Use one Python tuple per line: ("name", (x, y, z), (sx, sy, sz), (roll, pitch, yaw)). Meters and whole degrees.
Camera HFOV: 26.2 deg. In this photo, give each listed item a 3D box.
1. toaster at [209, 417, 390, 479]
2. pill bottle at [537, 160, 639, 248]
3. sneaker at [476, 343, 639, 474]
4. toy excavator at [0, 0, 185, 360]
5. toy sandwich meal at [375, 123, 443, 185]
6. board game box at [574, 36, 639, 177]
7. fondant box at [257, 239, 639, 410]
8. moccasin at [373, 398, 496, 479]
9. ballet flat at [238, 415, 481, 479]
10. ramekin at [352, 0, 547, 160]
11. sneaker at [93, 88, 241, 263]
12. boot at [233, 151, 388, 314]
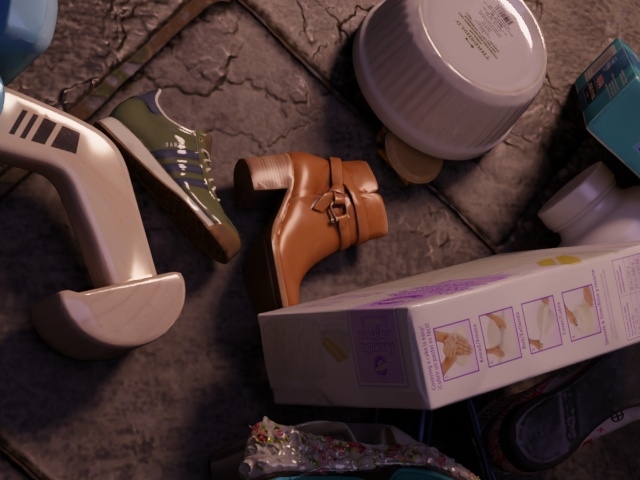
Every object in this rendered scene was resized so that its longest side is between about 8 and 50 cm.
("toaster", (-0.008, 0.254, 1.295), (0.168, 0.110, 0.185), (0, 73, -24))
("pill bottle", (0.357, 0.042, 1.505), (0.146, 0.146, 0.264), (-41, 92, -29))
("sneaker", (0.275, 0.160, 1.422), (0.270, 0.145, 0.090), (-26, 87, -22))
("toy excavator", (-0.314, -0.139, 1.255), (0.445, 0.222, 0.432), (16, 68, -27))
("toy sandwich meal", (0.097, -0.099, 1.508), (0.086, 0.029, 0.085), (10, 71, -30))
("board game box", (0.434, -0.068, 1.531), (0.336, 0.079, 0.254), (42, 18, -6))
("fondant box", (0.143, 0.077, 1.316), (0.330, 0.238, 0.096), (-14, 94, -35))
("moccasin", (0.123, 0.296, 1.333), (0.138, 0.117, 0.342), (-11, 77, -26))
("ballet flat", (0.040, 0.198, 1.228), (0.241, 0.091, 0.077), (11, 46, -24))
("ramekin", (0.149, -0.202, 1.498), (0.207, 0.109, 0.207), (14, 58, -23))
("sneaker", (-0.132, -0.073, 1.375), (0.192, 0.064, 0.086), (46, 66, 0))
("boot", (0.000, 0.000, 1.408), (0.152, 0.073, 0.197), (-1, 76, -28))
